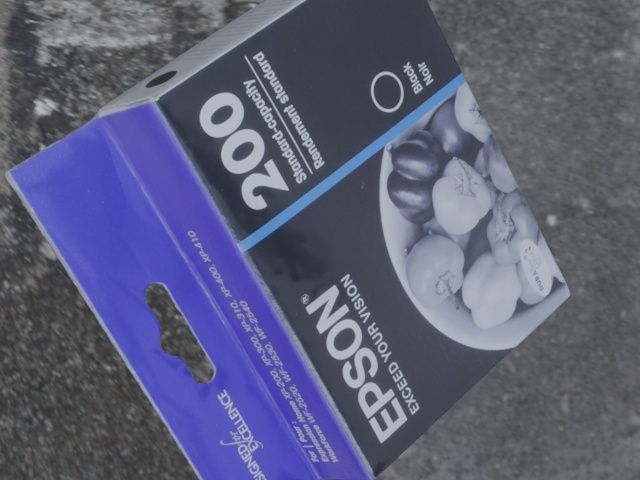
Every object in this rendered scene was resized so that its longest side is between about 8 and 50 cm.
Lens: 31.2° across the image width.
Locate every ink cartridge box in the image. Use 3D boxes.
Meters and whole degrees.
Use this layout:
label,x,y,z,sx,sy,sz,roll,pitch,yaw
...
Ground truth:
label,x,y,z,sx,sy,sz,roll,pitch,yaw
ink cartridge box,0.000,0.000,0.524,0.208,0.045,0.206,-38,111,-25
